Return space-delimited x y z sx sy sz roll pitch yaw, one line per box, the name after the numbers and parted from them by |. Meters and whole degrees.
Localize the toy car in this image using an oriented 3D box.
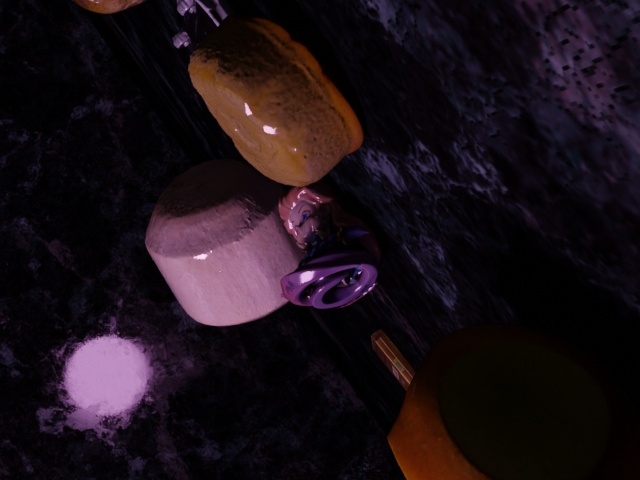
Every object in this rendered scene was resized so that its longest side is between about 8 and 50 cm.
-0.096 -0.189 0.694 0.095 0.056 0.205 55 168 -8 | toy car

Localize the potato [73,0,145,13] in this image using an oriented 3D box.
-0.307 -0.359 1.014 0.066 0.103 0.096 54 173 19 | potato

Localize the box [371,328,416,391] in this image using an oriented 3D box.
0.131 0.210 1.148 0.133 0.023 0.090 50 172 24 | box

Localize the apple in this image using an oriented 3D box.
0.114 0.132 0.442 0.147 0.163 0.146 32 154 27 | apple

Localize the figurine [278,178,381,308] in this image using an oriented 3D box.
0.010 0.003 0.777 0.126 0.114 0.157 113 158 -45 | figurine

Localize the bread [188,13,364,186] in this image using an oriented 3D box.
-0.028 -0.105 0.572 0.125 0.086 0.156 37 167 32 | bread

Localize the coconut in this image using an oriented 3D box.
-0.135 0.014 1.112 0.237 0.237 0.266 41 159 57 | coconut
